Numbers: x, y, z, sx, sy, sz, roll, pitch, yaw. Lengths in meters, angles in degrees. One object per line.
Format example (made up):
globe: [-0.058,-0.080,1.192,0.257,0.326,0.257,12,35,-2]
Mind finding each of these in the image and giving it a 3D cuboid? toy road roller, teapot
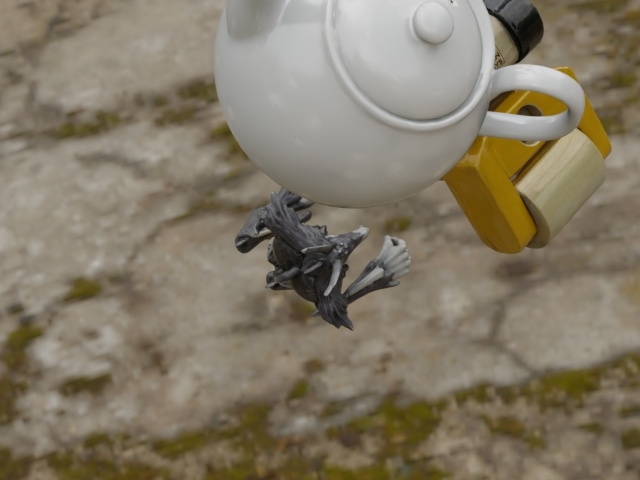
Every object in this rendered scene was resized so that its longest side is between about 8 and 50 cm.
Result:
toy road roller: [0.194,-0.156,2.084,0.202,0.329,0.240,-45,24,-24]
teapot: [0.053,-0.149,1.297,0.256,0.253,0.187,-29,5,-30]

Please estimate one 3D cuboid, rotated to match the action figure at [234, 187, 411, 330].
action figure: [0.000,0.000,1.682,0.141,0.164,0.275,-37,10,-10]
